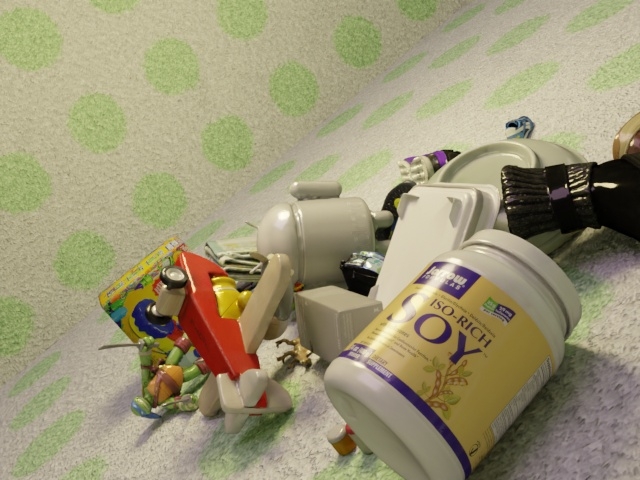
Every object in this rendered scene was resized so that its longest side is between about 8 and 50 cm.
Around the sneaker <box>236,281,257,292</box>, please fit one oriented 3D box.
[{"bbox_3d":[-0.200,0.065,2.230,0.223,0.098,0.083,-42,19,-18],"label":"sneaker"}]

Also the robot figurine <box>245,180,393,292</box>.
[{"bbox_3d":[0.000,0.000,1.714,0.353,0.300,0.200,-6,-10,-11],"label":"robot figurine"}]

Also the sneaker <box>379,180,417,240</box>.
[{"bbox_3d":[0.201,-0.081,1.797,0.082,0.069,0.209,-27,-26,-39],"label":"sneaker"}]

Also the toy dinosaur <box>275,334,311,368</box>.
[{"bbox_3d":[-0.051,0.242,1.625,0.092,0.053,0.183,-18,29,8],"label":"toy dinosaur"}]

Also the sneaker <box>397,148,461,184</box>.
[{"bbox_3d":[0.300,-0.183,1.868,0.146,0.102,0.293,-17,6,-7],"label":"sneaker"}]

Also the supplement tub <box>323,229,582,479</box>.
[{"bbox_3d":[0.194,0.166,1.029,0.331,0.241,0.241,-43,19,-20],"label":"supplement tub"}]

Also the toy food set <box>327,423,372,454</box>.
[{"bbox_3d":[0.096,0.255,1.203,0.232,0.104,0.111,-39,18,-10],"label":"toy food set"}]

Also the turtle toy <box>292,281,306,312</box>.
[{"bbox_3d":[-0.049,0.142,1.815,0.130,0.066,0.095,-44,19,-22],"label":"turtle toy"}]

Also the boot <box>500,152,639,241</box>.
[{"bbox_3d":[0.440,-0.054,1.178,0.260,0.131,0.348,-5,14,8],"label":"boot"}]

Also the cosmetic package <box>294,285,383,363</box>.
[{"bbox_3d":[0.038,0.172,1.446,0.107,0.127,0.238,-9,6,-20],"label":"cosmetic package"}]

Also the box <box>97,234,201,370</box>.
[{"bbox_3d":[-0.419,0.188,2.013,0.279,0.290,0.177,-41,19,-11],"label":"box"}]

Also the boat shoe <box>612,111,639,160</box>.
[{"bbox_3d":[0.709,-0.248,1.348,0.342,0.123,0.123,-40,32,-11],"label":"boat shoe"}]

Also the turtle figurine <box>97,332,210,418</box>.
[{"bbox_3d":[-0.352,0.311,1.753,0.197,0.275,0.266,24,50,30],"label":"turtle figurine"}]

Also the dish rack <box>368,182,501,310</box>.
[{"bbox_3d":[0.195,0.038,1.366,0.285,0.072,0.333,14,86,66],"label":"dish rack"}]

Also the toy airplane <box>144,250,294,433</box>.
[{"bbox_3d":[-0.165,0.208,1.520,0.272,0.385,0.386,-12,7,-44],"label":"toy airplane"}]

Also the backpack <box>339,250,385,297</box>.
[{"bbox_3d":[0.117,0.079,1.599,0.114,0.105,0.084,12,44,37],"label":"backpack"}]

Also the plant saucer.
[{"bbox_3d":[0.352,-0.103,1.472,0.400,0.101,0.400,-21,35,16],"label":"plant saucer"}]

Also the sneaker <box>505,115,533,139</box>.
[{"bbox_3d":[0.522,-0.301,1.886,0.053,0.059,0.144,-25,20,36],"label":"sneaker"}]

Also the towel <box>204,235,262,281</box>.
[{"bbox_3d":[-0.148,0.045,1.966,0.320,0.090,0.374,-3,8,-14],"label":"towel"}]
